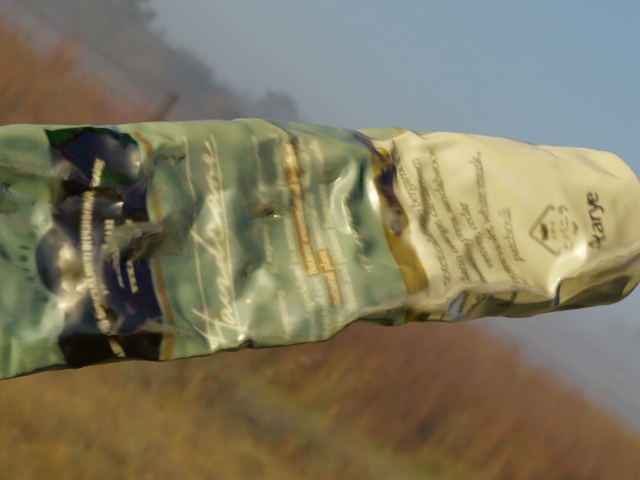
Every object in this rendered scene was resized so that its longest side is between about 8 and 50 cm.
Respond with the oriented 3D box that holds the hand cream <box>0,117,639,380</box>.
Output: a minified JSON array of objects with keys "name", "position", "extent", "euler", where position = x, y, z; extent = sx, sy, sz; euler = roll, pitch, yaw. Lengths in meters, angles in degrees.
[{"name":"hand cream","position":[0.000,0.001,0.607],"extent":[0.247,0.075,0.052],"euler":[-4,-15,-27]}]
